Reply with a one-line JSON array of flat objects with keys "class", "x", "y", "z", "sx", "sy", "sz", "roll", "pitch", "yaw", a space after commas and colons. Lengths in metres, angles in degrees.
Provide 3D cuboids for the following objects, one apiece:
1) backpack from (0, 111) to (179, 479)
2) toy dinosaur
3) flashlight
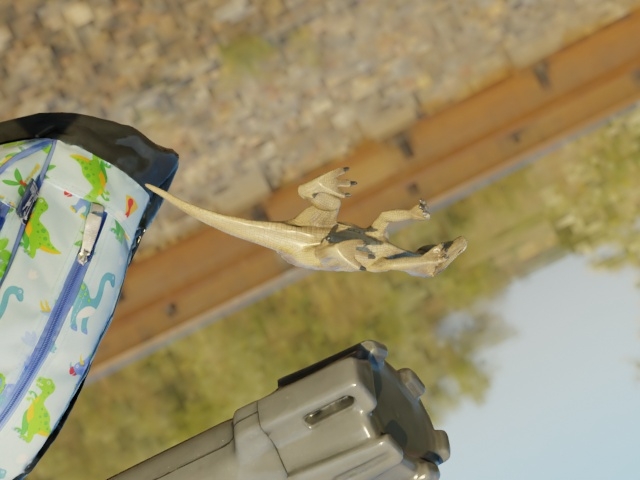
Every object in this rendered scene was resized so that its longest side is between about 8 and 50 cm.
[{"class": "backpack", "x": -0.310, "y": 0.065, "z": 1.720, "sx": 0.290, "sy": 0.356, "sz": 0.273, "roll": -13, "pitch": 151, "yaw": 43}, {"class": "toy dinosaur", "x": 0.000, "y": 0.000, "z": 1.023, "sx": 0.183, "sy": 0.053, "sz": 0.092, "roll": 11, "pitch": 161, "yaw": -16}, {"class": "flashlight", "x": -0.074, "y": 0.155, "z": 1.039, "sx": 0.304, "sy": 0.103, "sz": 0.103, "roll": -27, "pitch": -175, "yaw": 22}]
